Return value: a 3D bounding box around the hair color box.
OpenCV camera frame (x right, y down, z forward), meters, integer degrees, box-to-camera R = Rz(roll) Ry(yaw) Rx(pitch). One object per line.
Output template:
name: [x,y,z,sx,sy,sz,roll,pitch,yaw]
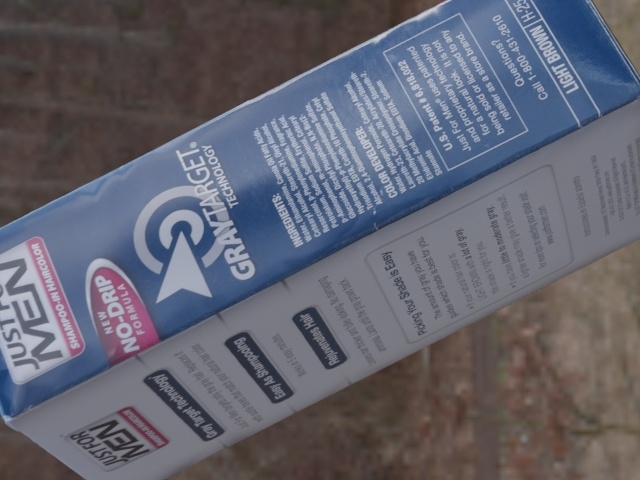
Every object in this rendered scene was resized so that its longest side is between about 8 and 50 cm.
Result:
hair color box: [0.000,0.000,0.909,0.105,0.347,0.174,63,-179,26]
